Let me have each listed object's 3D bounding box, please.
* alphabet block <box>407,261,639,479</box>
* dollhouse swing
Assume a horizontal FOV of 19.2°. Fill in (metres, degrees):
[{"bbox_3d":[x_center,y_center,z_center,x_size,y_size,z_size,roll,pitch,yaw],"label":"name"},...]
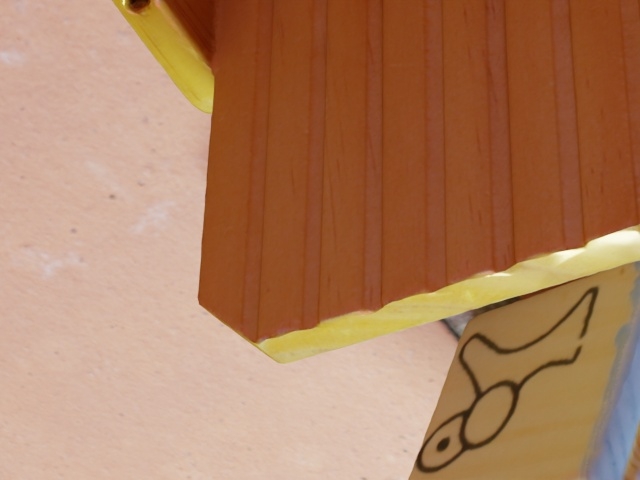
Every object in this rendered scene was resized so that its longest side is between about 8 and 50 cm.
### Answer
[{"bbox_3d":[0.199,0.150,1.264,0.193,0.192,0.197,39,146,-21],"label":"alphabet block"},{"bbox_3d":[0.013,-0.169,0.952,0.347,0.305,0.315,-17,127,28],"label":"dollhouse swing"}]
